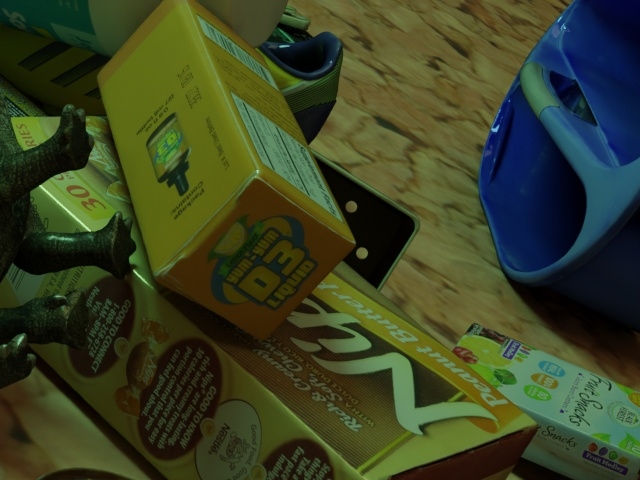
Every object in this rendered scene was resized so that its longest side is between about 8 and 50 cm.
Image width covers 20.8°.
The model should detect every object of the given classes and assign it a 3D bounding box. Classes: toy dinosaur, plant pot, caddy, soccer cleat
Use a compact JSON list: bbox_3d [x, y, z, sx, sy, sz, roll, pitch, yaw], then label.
[{"bbox_3d":[-0.192,0.013,0.849,0.160,0.121,0.314,1,59,19],"label":"toy dinosaur"},{"bbox_3d":[0.000,0.000,1.131,0.109,0.109,0.096,33,11,7],"label":"plant pot"},{"bbox_3d":[0.235,-0.081,1.399,0.179,0.241,0.341,30,21,-17],"label":"caddy"},{"bbox_3d":[-0.116,-0.136,1.236,0.289,0.121,0.093,11,30,-30],"label":"soccer cleat"}]

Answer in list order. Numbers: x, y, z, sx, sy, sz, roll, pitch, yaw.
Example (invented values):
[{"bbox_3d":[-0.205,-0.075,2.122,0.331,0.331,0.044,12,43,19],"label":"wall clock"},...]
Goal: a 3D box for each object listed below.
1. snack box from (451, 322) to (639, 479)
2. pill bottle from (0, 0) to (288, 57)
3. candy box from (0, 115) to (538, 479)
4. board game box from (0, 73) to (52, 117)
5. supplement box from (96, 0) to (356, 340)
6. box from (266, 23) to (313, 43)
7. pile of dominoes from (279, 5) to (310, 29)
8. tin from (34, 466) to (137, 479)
[{"bbox_3d":[0.146,0.108,1.128,0.141,0.037,0.100,23,23,11],"label":"snack box"},{"bbox_3d":[-0.151,-0.196,1.105,0.264,0.146,0.146,18,18,21],"label":"pill bottle"},{"bbox_3d":[-0.053,0.050,0.975,0.316,0.087,0.183,41,25,24],"label":"candy box"},{"bbox_3d":[-0.252,-0.084,1.068,0.170,0.048,0.141,40,23,23],"label":"board game box"},{"bbox_3d":[-0.057,-0.047,0.943,0.080,0.078,0.233,37,16,-28],"label":"supplement box"},{"bbox_3d":[-0.044,-0.143,1.416,0.083,0.062,0.052,1,35,-49],"label":"box"},{"bbox_3d":[-0.124,-0.244,1.470,0.196,0.040,0.251,11,17,-24],"label":"pile of dominoes"},{"bbox_3d":[-0.071,0.175,0.765,0.106,0.040,0.190,2,35,-41],"label":"tin"}]
